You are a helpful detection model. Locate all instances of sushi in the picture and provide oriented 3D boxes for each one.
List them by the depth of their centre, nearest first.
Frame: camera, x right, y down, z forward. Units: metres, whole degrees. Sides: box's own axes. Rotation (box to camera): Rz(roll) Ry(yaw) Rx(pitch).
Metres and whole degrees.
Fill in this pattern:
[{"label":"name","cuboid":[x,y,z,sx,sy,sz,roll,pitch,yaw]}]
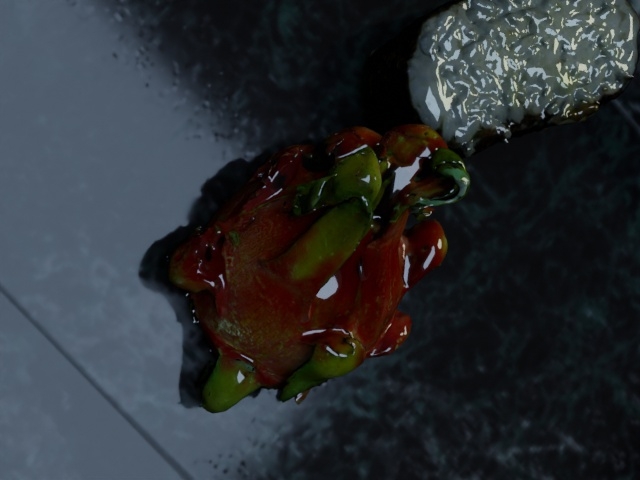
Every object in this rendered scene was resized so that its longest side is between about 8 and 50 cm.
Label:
[{"label":"sushi","cuboid":[0.099,-0.095,1.037,0.150,0.078,0.090,-23,90,-20]}]

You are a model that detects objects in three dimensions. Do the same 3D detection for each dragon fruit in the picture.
[{"label":"dragon fruit","cuboid":[0.000,0.000,0.987,0.138,0.175,0.142,11,54,-31]}]
